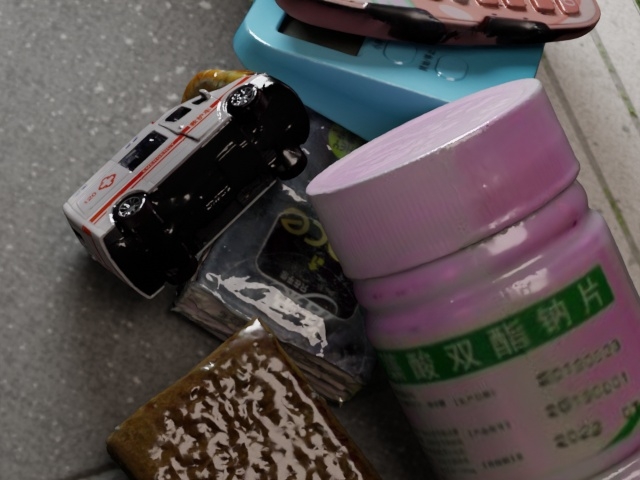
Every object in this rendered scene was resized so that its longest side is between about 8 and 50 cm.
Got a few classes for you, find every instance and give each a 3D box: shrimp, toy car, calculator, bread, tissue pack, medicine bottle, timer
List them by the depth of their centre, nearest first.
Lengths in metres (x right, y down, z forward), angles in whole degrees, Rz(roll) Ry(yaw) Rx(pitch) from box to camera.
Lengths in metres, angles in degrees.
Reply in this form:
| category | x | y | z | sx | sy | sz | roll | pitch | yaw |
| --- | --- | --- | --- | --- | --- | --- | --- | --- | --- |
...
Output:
| category | x | y | z | sx | sy | sz | roll | pitch | yaw |
| --- | --- | --- | --- | --- | --- | --- | --- | --- | --- |
| bread | 0.012 | 0.269 | 1.437 | 0.165 | 0.113 | 0.416 | -34 | 81 | -12 |
| medicine bottle | 0.146 | 0.060 | 1.485 | 0.212 | 0.212 | 0.325 | -30 | 101 | -29 |
| toy car | -0.108 | -0.056 | 1.530 | 0.209 | 0.108 | 0.089 | -44 | 127 | -10 |
| shrimp | -0.078 | -0.107 | 1.590 | 0.025 | 0.127 | 0.091 | 7 | 75 | -39 |
| tissue pack | 0.000 | 0.000 | 1.594 | 0.173 | 0.073 | 0.235 | 31 | 58 | -5 |
| timer | 0.065 | -0.182 | 1.658 | 0.250 | 0.091 | 0.232 | 26 | 38 | -3 |
| calculator | 0.095 | -0.240 | 1.670 | 0.329 | 0.048 | 0.220 | 2 | 38 | -18 |
